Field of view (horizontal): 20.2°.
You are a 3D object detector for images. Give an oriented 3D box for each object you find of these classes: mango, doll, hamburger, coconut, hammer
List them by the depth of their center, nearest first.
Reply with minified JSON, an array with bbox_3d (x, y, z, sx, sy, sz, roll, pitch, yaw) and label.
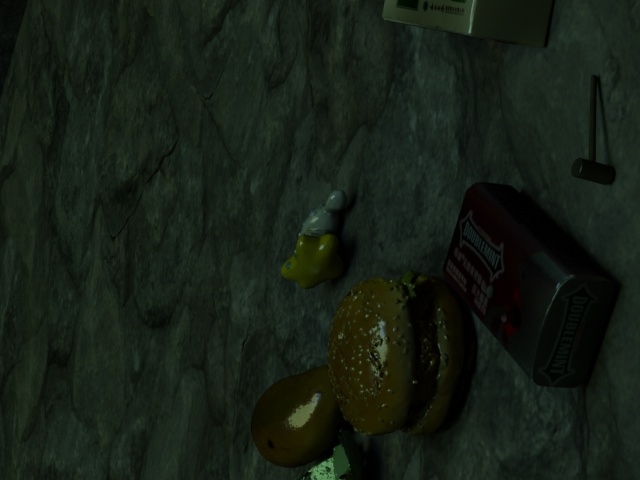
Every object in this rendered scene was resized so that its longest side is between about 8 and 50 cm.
[{"bbox_3d":[0.256,-0.106,1.688,0.019,0.035,0.110,140,139,-57],"label":"hammer"},{"bbox_3d":[0.075,0.122,1.944,0.191,0.118,0.182,-178,96,-70],"label":"hamburger"},{"bbox_3d":[0.017,0.296,2.108,0.158,0.055,0.133,141,128,-60],"label":"coconut"},{"bbox_3d":[-0.023,0.216,2.179,0.178,0.090,0.115,-25,48,54],"label":"mango"},{"bbox_3d":[0.003,-0.005,2.211,0.113,0.071,0.135,-92,24,-65],"label":"doll"}]

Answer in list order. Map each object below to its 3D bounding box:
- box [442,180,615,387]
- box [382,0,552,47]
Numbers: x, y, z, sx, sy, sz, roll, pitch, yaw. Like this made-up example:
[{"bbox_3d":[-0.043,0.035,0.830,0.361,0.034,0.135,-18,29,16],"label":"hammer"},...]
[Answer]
[{"bbox_3d":[0.197,0.040,1.741,0.224,0.069,0.120,-124,45,-57],"label":"box"},{"bbox_3d":[0.159,-0.297,1.863,0.212,0.095,0.168,-154,74,-64],"label":"box"}]
